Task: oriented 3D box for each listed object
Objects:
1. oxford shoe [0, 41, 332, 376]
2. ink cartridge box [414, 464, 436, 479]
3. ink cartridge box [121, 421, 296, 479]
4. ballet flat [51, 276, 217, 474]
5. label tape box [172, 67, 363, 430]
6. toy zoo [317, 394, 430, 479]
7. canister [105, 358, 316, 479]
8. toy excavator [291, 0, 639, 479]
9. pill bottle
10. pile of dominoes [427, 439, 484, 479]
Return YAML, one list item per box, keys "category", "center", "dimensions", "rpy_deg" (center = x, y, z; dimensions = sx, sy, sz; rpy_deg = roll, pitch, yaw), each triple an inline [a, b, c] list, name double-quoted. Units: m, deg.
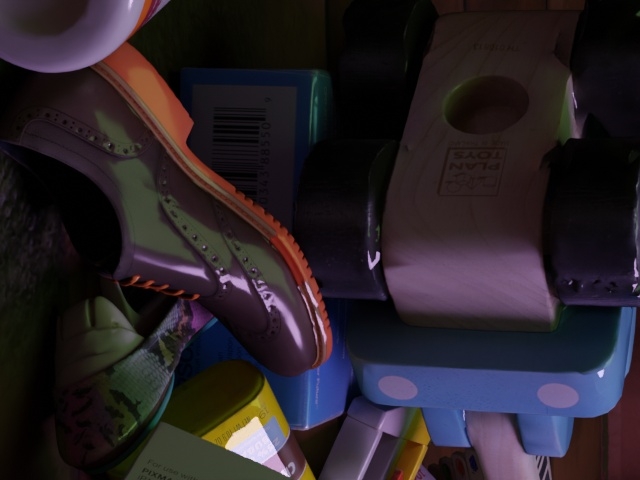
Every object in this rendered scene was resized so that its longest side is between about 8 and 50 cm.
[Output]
- category: "oxford shoe"
  center: [-0.094, 0.002, 0.910]
  dimensions: [0.271, 0.097, 0.098]
  rpy_deg: [51, 58, -26]
- category: "ink cartridge box"
  center: [0.100, 0.304, 1.343]
  dimensions: [0.092, 0.218, 0.158]
  rpy_deg: [-48, 169, 16]
- category: "ink cartridge box"
  center: [-0.108, 0.265, 0.798]
  dimensions: [0.283, 0.117, 0.207]
  rpy_deg: [-58, 169, -54]
- category: "ballet flat"
  center: [-0.120, 0.059, 0.939]
  dimensions: [0.079, 0.077, 0.221]
  rpy_deg: [65, 23, -16]
- category: "label tape box"
  center: [0.000, 0.000, 1.198]
  dimensions: [0.347, 0.115, 0.249]
  rpy_deg: [-6, 98, -73]
- category: "toy zoo"
  center: [0.019, 0.228, 1.178]
  dimensions: [0.293, 0.030, 0.192]
  rpy_deg: [-65, 162, -5]
- category: "canister"
  center: [-0.060, 0.177, 1.003]
  dimensions: [0.126, 0.073, 0.170]
  rpy_deg: [-33, 120, -15]
- category: "toy excavator"
  center: [0.140, 0.102, 1.082]
  dimensions: [0.445, 0.222, 0.433]
  rpy_deg: [69, 28, -45]
- category: "pill bottle"
  center: [-0.114, -0.189, 0.844]
  dimensions: [0.221, 0.121, 0.121]
  rpy_deg: [-58, 145, -55]
- category: "pile of dominoes"
  center: [0.110, 0.158, 1.382]
  dimensions: [0.196, 0.040, 0.251]
  rpy_deg: [70, -21, 11]
